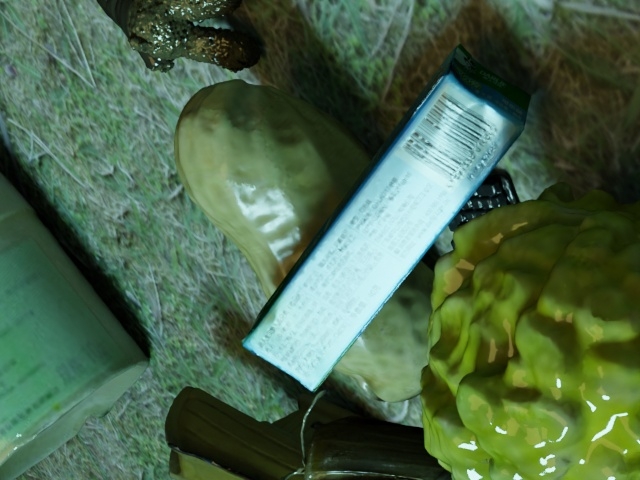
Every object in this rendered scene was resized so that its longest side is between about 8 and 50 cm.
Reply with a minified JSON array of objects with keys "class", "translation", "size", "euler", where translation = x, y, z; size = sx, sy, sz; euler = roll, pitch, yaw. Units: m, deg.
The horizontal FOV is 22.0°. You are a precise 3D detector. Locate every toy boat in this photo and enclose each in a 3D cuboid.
[{"class":"toy boat","translation":[0.008,0.207,1.434],"size":[0.321,0.121,0.089],"euler":[20,136,25]}]

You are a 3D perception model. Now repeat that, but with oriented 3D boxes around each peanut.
[{"class":"peanut","translation":[0.000,0.000,1.235],"size":[0.130,0.130,0.290],"euler":[-5,122,56]}]

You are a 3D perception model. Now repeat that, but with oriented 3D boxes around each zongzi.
[{"class":"zongzi","translation":[0.107,0.170,1.205],"size":[0.248,0.111,0.241],"euler":[25,146,1]}]

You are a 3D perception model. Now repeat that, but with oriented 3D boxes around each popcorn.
[{"class":"popcorn","translation":[0.175,0.071,0.983],"size":[0.259,0.259,0.212],"euler":[123,133,-58]}]

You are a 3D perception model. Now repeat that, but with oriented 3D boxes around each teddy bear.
[{"class":"teddy bear","translation":[-0.127,-0.176,1.287],"size":[0.160,0.078,0.119],"euler":[24,141,41]}]

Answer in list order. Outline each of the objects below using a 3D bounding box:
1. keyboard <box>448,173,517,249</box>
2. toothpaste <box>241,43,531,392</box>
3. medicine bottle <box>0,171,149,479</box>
[{"class":"keyboard","translation":[0.144,0.056,1.185],"size":[0.072,0.023,0.231],"euler":[3,122,51]},{"class":"toothpaste","translation":[0.041,-0.010,1.114],"size":[0.065,0.050,0.266],"euler":[32,122,-7]},{"class":"medicine bottle","translation":[-0.391,0.043,1.721],"size":[0.406,0.236,0.236],"euler":[50,150,6]}]
